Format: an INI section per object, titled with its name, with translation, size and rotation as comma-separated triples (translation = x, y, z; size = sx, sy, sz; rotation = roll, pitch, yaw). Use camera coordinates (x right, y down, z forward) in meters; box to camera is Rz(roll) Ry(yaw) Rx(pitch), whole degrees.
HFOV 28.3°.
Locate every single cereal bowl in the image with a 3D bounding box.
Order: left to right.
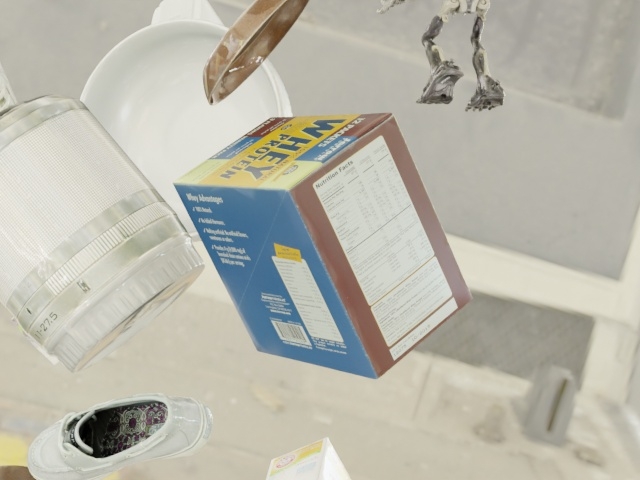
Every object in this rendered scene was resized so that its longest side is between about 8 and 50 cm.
[cereal bowl]
translation = -0.193, -0.158, 1.923
size = 0.339, 0.338, 0.141
rotation = 20, 1, 19

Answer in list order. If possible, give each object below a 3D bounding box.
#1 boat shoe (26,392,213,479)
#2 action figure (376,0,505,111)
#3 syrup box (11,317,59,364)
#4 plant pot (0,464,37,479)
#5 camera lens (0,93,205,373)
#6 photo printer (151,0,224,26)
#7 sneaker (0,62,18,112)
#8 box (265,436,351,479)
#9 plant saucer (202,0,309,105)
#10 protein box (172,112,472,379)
[boat shoe]
translation = -0.220, 0.194, 1.282
size = 0.228, 0.079, 0.081
rotation = -17, -28, 26
[action figure]
translation = 0.144, -0.291, 1.482
size = 0.164, 0.275, 0.141
rotation = 0, -6, -27
[syrup box]
translation = -0.339, 0.083, 1.858
size = 0.096, 0.093, 0.237
rotation = 46, 23, 2
[plant pot]
translation = -0.395, 0.409, 1.593
size = 0.215, 0.215, 0.230
rotation = 13, 51, -17
[camera lens]
translation = -0.294, -0.014, 1.466
size = 0.274, 0.219, 0.219
rotation = 49, 15, 4
[photo printer]
translation = -0.183, -0.237, 2.191
size = 0.107, 0.256, 0.307
rotation = -15, -41, 19
[sneaker]
translation = -0.418, -0.175, 1.611
size = 0.090, 0.235, 0.095
rotation = -36, 48, -18
[box]
translation = -0.024, 0.426, 2.072
size = 0.114, 0.103, 0.203
rotation = -25, 15, 15
[plant saucer]
translation = -0.070, -0.213, 1.329
size = 0.029, 0.168, 0.168
rotation = 40, 12, 1
[protein box]
translation = 0.000, 0.000, 1.206
size = 0.136, 0.201, 0.200
rotation = -37, 24, -29
